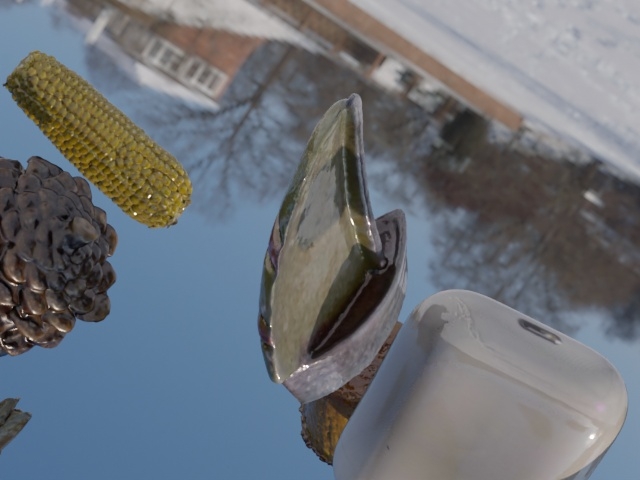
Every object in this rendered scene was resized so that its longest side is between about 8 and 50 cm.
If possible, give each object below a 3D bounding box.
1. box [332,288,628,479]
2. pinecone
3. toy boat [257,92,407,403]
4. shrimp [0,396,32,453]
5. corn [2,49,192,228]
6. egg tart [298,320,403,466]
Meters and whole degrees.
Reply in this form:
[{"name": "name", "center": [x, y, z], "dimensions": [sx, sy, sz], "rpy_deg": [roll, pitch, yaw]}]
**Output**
[{"name": "box", "center": [0.189, 0.237, 1.661], "dimensions": [0.288, 0.349, 0.141], "rpy_deg": [26, -148, 0]}, {"name": "pinecone", "center": [-0.354, 0.016, 1.484], "dimensions": [0.272, 0.224, 0.224], "rpy_deg": [-8, 162, 32]}, {"name": "toy boat", "center": [0.001, 0.030, 1.459], "dimensions": [0.111, 0.276, 0.293], "rpy_deg": [14, 157, 31]}, {"name": "shrimp", "center": [-0.460, 0.318, 1.627], "dimensions": [0.077, 0.317, 0.168], "rpy_deg": [39, -178, -33]}, {"name": "corn", "center": [-0.259, -0.117, 1.602], "dimensions": [0.260, 0.091, 0.091], "rpy_deg": [42, -145, -16]}, {"name": "egg tart", "center": [0.068, 0.206, 1.884], "dimensions": [0.215, 0.215, 0.171], "rpy_deg": [40, 154, 36]}]
